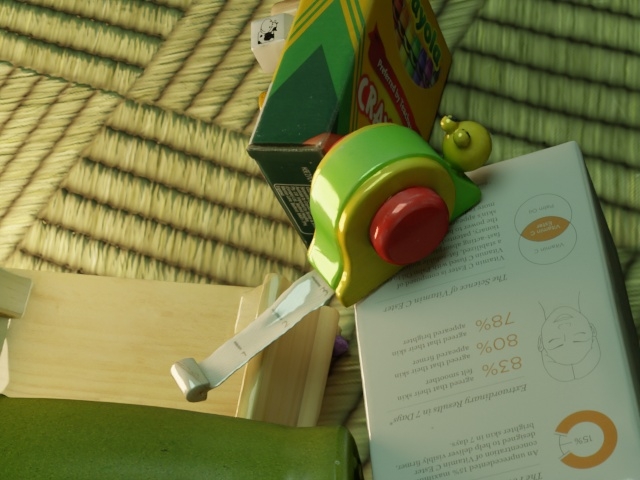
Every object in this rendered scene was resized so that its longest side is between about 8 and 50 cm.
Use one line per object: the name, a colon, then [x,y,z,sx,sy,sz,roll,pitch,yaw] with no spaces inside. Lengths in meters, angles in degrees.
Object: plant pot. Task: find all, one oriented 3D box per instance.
plant pot: [-0.134,0.280,1.436,0.352,0.366,0.367,-6,52,4]

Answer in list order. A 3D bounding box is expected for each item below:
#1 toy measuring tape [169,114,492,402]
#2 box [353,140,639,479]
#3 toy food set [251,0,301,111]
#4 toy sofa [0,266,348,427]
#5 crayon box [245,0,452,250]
toy measuring tape: [0.000,0.000,1.487,0.330,0.121,0.121,-36,49,-3]
box: [0.157,0.121,1.511,0.215,0.168,0.345,-15,50,12]
toy food set: [-0.002,-0.202,1.859,0.104,0.111,0.232,-14,48,14]
toy sofa: [-0.166,0.114,1.677,0.362,0.177,0.150,4,71,25]
crayon box: [0.041,-0.156,1.747,0.081,0.202,0.319,2,57,25]
